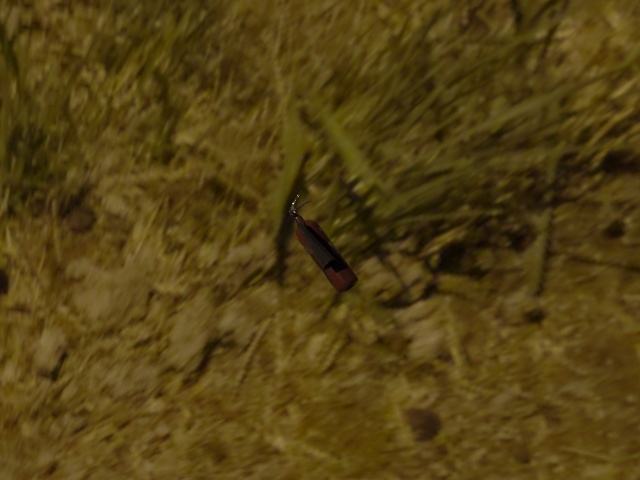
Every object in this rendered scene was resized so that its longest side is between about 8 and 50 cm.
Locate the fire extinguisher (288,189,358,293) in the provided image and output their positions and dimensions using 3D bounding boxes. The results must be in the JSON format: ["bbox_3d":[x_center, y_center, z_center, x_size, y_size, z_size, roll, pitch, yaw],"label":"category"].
[{"bbox_3d":[-0.005,0.004,1.568,0.032,0.046,0.100,-42,79,28],"label":"fire extinguisher"}]
